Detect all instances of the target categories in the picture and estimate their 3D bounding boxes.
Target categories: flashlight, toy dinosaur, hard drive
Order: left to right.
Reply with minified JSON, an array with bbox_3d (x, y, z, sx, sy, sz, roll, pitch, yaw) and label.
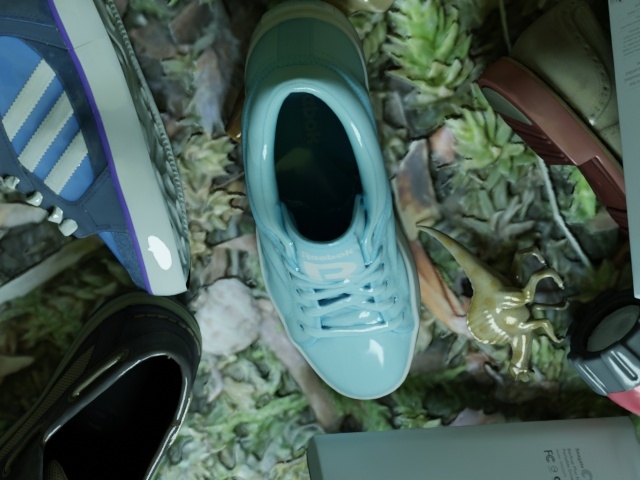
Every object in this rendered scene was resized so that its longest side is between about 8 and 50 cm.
[{"bbox_3d":[0.155,0.256,1.244,0.307,0.203,0.040,-1,147,-17],"label":"hard drive"},{"bbox_3d":[0.165,0.048,1.278,0.092,0.053,0.183,-32,106,0],"label":"toy dinosaur"},{"bbox_3d":[0.350,0.172,1.318,0.304,0.103,0.103,46,51,-20],"label":"flashlight"}]

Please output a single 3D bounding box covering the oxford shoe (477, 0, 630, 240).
[{"bbox_3d":[0.300,-0.066,1.241,0.348,0.123,0.130,42,88,-17],"label":"oxford shoe"}]

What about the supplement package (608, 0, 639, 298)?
[{"bbox_3d":[0.373,-0.093,1.126,0.198,0.199,0.263,4,78,-33],"label":"supplement package"}]

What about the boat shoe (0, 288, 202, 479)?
[{"bbox_3d":[-0.218,0.205,1.209,0.132,0.130,0.355,27,97,-14],"label":"boat shoe"}]

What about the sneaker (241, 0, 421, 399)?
[{"bbox_3d":[0.000,0.000,1.160,0.135,0.150,0.366,-10,119,11],"label":"sneaker"}]

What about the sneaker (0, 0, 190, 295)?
[{"bbox_3d":[-0.255,-0.079,1.152,0.236,0.130,0.323,-16,110,5],"label":"sneaker"}]

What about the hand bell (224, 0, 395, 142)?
[{"bbox_3d":[0.002,-0.176,1.187,0.126,0.126,0.242,35,107,-15],"label":"hand bell"}]
